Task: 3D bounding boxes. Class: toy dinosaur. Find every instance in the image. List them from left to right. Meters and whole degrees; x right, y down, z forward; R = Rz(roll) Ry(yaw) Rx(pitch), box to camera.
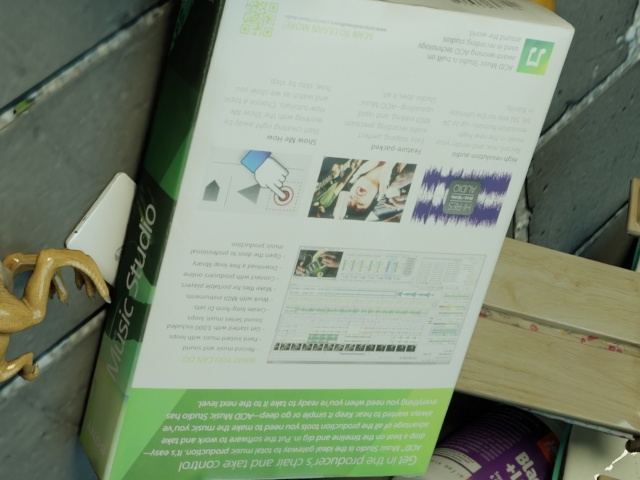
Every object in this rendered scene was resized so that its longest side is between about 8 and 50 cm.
[{"bbox_3d":[-0.172,0.028,0.769,0.112,0.064,0.211,-26,133,-39],"label":"toy dinosaur"}]

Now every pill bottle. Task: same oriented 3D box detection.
[{"bbox_3d":[0.155,0.204,1.289,0.193,0.108,0.108,-28,135,-39],"label":"pill bottle"}]

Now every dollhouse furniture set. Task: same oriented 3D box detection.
[{"bbox_3d":[0.100,0.102,1.150,0.174,0.303,0.355,131,-27,-66],"label":"dollhouse furniture set"}]

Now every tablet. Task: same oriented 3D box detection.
[{"bbox_3d":[-0.113,0.000,0.876,0.054,0.006,0.083,-54,145,-9],"label":"tablet"}]

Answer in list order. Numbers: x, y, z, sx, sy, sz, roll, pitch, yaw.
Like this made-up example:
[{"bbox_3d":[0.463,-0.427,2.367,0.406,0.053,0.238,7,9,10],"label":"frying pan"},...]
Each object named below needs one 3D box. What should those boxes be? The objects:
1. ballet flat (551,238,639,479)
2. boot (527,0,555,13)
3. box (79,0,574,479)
[{"bbox_3d":[0.311,0.111,1.298,0.139,0.139,0.400,77,33,-46],"label":"ballet flat"},{"bbox_3d":[0.161,-0.244,0.888,0.211,0.104,0.295,-26,141,13],"label":"boot"},{"bbox_3d":[0.000,0.000,0.898,0.232,0.058,0.322,4,114,-29],"label":"box"}]
